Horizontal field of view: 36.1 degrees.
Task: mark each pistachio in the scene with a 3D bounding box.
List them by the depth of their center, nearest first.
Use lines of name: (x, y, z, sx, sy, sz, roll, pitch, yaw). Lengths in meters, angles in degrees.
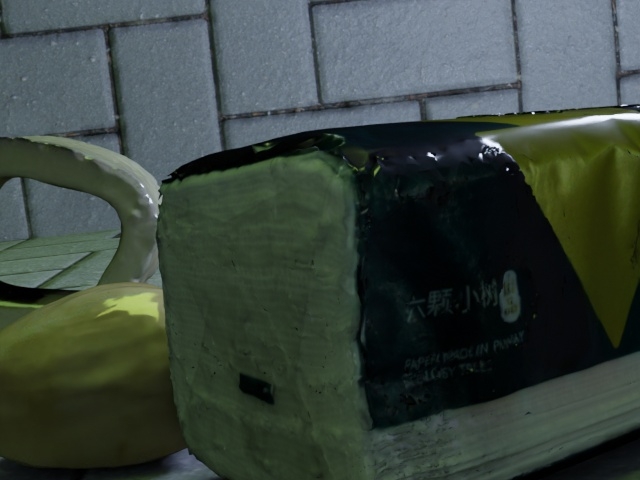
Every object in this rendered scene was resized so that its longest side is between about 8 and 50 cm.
pistachio: (-0.185, 0.119, 0.818, 0.229, 0.157, 0.157, -12, 7, -2)

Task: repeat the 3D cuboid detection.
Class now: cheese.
cheese: (-0.384, 0.001, 1.400, 0.332, 0.292, 0.153, 6, 7, 2)

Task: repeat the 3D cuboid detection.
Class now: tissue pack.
tissue pack: (0.123, 0.033, 0.739, 0.416, 0.253, 0.264, -8, 7, -33)
